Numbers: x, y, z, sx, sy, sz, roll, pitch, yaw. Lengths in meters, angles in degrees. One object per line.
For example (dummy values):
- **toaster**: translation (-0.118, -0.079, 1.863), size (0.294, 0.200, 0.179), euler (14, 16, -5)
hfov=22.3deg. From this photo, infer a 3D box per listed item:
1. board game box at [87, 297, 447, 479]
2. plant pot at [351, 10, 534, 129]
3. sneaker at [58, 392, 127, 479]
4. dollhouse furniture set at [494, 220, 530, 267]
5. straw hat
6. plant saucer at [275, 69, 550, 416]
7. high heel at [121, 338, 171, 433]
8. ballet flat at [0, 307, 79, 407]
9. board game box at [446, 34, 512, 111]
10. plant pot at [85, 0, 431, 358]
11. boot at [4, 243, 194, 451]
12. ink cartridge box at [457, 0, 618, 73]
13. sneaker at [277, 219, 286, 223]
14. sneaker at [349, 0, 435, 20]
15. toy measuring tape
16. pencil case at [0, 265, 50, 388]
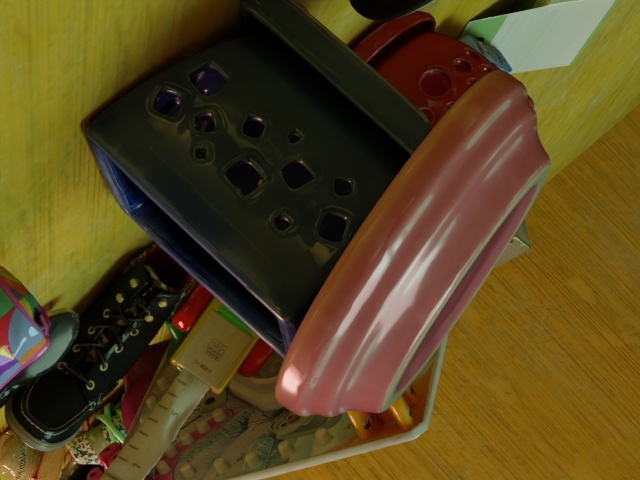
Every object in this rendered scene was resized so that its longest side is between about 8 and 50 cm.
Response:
- **board game box**: translation (-0.044, 0.133, 1.830), size (0.390, 0.050, 0.390), euler (-17, -155, 20)
- **plant pot**: translation (0.104, -0.139, 1.734), size (0.191, 0.174, 0.191), euler (-40, 171, -8)
- **sneaker**: translation (-0.250, 0.265, 2.234), size (0.182, 0.158, 0.410), euler (-10, 145, -41)
- **dollhouse furniture set**: translation (0.164, -0.081, 2.173), size (0.212, 0.161, 0.242), euler (-28, 140, 25)
- **straw hat**: translation (-0.354, 0.254, 1.935), size (0.061, 0.144, 0.144), euler (9, 142, -26)
- **plant saucer**: translation (0.089, 0.018, 1.346), size (0.332, 0.084, 0.332), euler (-54, 171, -12)
- **high heel**: translation (-0.066, 0.161, 2.035), size (0.377, 0.127, 0.181), euler (-23, -147, -2)
- **ballet flat**: translation (-0.315, 0.126, 1.644), size (0.173, 0.057, 0.049), euler (-42, -150, 1)
- **board game box**: translation (0.145, -0.187, 2.006), size (0.160, 0.039, 0.211), euler (-32, 174, 14)
- **plant pot**: translation (-0.036, -0.058, 1.392), size (0.212, 0.236, 0.236), euler (-47, 170, -10)
- **boot**: translation (-0.229, 0.106, 1.705), size (0.178, 0.085, 0.236), euler (-49, -178, 27)
- **ink cartridge box**: translation (0.257, -0.276, 2.118), size (0.235, 0.056, 0.171), euler (-11, 157, -23)
- **sneaker**: translation (0.000, 0.000, 2.055), size (0.235, 0.084, 0.097), euler (1, 162, -21)
- **sneaker**: translation (0.123, -0.279, 1.482), size (0.229, 0.086, 0.132), euler (-44, 173, 5)
- **toy measuring tape**: translation (-0.134, 0.141, 1.732), size (0.330, 0.121, 0.121), euler (-55, 175, -20)
- **pencil case**: translation (-0.332, 0.122, 1.366), size (0.236, 0.104, 0.104), euler (-43, 170, 1)
